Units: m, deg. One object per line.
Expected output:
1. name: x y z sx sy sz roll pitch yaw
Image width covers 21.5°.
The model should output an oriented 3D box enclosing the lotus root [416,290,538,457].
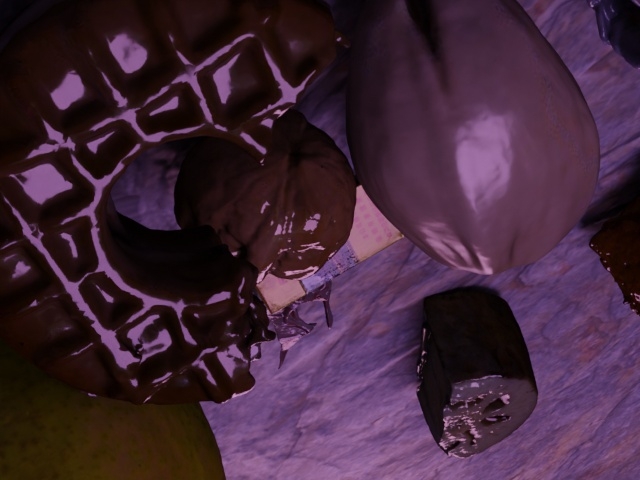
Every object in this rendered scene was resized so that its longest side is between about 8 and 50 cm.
1. lotus root: 0.177 0.154 1.953 0.138 0.119 0.235 -21 149 -6

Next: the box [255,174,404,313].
1. box: 0.000 0.000 1.616 0.155 0.023 0.087 -30 131 -2

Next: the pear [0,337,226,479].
1. pear: -0.251 0.236 1.425 0.391 0.391 0.391 -23 150 -14

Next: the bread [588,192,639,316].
1. bread: 0.431 -0.003 1.930 0.247 0.135 0.232 -4 155 -44

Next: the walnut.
1. walnut: -0.045 -0.038 1.426 0.167 0.149 0.166 7 155 3

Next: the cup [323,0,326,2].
1. cup: -0.032 -0.191 1.262 0.083 0.075 0.054 -18 167 -18

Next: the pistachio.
1. pistachio: 0.123 -0.106 1.412 0.208 0.226 0.332 -5 142 21

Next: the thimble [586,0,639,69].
1. thimble: 0.302 -0.225 1.464 0.118 0.127 0.151 -29 146 -7

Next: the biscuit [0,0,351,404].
1. biscuit: -0.139 -0.040 1.231 0.268 0.115 0.366 4 117 -16

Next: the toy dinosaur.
1. toy dinosaur: -0.025 0.058 1.701 0.108 0.032 0.220 -11 143 -30
